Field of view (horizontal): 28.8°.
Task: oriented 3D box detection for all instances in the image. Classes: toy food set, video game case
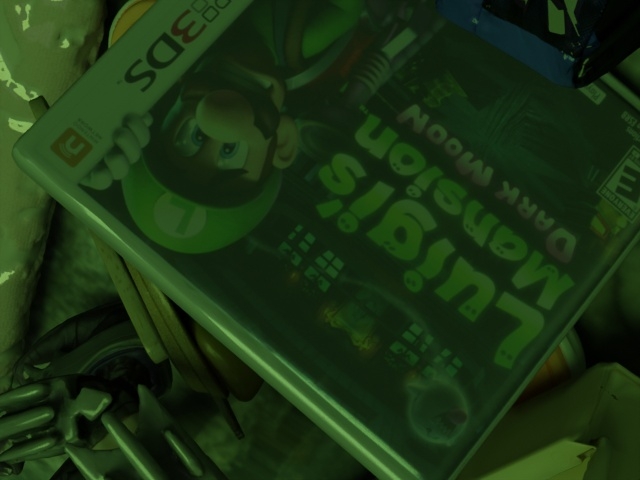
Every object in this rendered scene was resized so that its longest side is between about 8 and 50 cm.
[{"bbox_3d":[-0.059,0.013,0.536,0.132,0.039,0.192,61,176,18],"label":"toy food set"},{"bbox_3d":[0.018,-0.030,0.453,0.190,0.173,0.022,41,164,1],"label":"video game case"}]

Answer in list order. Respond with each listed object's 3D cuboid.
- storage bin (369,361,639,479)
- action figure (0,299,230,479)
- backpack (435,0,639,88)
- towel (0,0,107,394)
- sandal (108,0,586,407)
[{"bbox_3d":[0.118,0.215,0.554,0.260,0.123,0.262,44,137,-6],"label":"storage bin"},{"bbox_3d":[-0.075,0.120,0.539,0.185,0.099,0.285,69,166,-17],"label":"action figure"},{"bbox_3d":[0.085,-0.125,0.391,0.101,0.098,0.120,32,131,13],"label":"backpack"},{"bbox_3d":[-0.264,-0.092,0.645,0.317,0.053,0.332,31,130,10],"label":"towel"},{"bbox_3d":[-0.006,0.005,0.541,0.265,0.076,0.102,42,131,-1],"label":"sandal"}]
